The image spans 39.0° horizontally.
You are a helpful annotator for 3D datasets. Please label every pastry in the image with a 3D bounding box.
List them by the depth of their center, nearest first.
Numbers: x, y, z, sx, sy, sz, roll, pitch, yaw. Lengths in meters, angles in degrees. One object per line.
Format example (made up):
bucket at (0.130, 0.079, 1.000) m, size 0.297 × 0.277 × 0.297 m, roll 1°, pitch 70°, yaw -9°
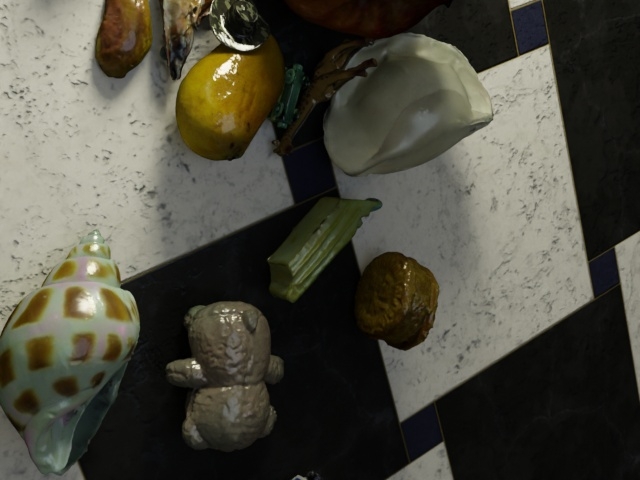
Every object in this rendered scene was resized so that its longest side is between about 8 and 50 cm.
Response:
pastry at (0.149, 0.121, 1.810) m, size 0.103 × 0.188 × 0.189 m, roll 20°, pitch 86°, yaw -32°

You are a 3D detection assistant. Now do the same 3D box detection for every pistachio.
pistachio at (-0.316, -0.352, 1.499) m, size 0.089 × 0.049 × 0.173 m, roll 12°, pitch 91°, yaw -35°

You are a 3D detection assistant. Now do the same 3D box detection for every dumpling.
dumpling at (0.158, -0.273, 1.775) m, size 0.341 × 0.181 × 0.260 m, roll -25°, pitch 86°, yaw 5°

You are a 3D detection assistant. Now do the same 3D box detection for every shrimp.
shrimp at (-0.212, -0.430, 1.555) m, size 0.164 × 0.062 × 0.317 m, roll 3°, pitch 97°, yaw -42°

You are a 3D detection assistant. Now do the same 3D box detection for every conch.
conch at (-0.395, 0.171, 1.445) m, size 0.368 × 0.197 × 0.249 m, roll -58°, pitch 159°, yaw -18°

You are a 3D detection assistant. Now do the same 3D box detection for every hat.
hat at (-0.135, -0.383, 1.546) m, size 0.121 × 0.050 × 0.121 m, roll 12°, pitch 57°, yaw -20°

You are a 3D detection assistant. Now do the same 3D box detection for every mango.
mango at (-0.151, -0.259, 1.579) m, size 0.167 × 0.130 × 0.262 m, roll 41°, pitch 64°, yaw -19°

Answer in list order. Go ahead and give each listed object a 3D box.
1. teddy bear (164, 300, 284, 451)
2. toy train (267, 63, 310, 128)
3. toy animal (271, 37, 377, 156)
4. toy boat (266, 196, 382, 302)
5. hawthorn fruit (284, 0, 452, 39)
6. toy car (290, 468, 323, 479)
teddy bear at (-0.165, 0.241, 1.632) m, size 0.236 × 0.151 × 0.267 m, roll -2°, pitch 98°, yaw -32°
toy train at (-0.067, -0.267, 1.662) m, size 0.050 × 0.081 × 0.122 m, roll 18°, pitch 88°, yaw -44°
toy animal at (0.003, -0.276, 1.693) m, size 0.275 × 0.149 × 0.054 m, roll -42°, pitch 131°, yaw 13°
toy boat at (-0.003, -0.005, 1.728) m, size 0.276 × 0.111 × 0.084 m, roll -46°, pitch 114°, yaw -19°
hawthorn fruit at (0.092, -0.573, 1.559) m, size 0.402 × 0.403 × 0.403 m, roll -6°, pitch 101°, yaw -33°
toy car at (-0.053, 0.537, 1.796) m, size 0.070 × 0.080 × 0.171 m, roll 41°, pitch 75°, yaw -31°
